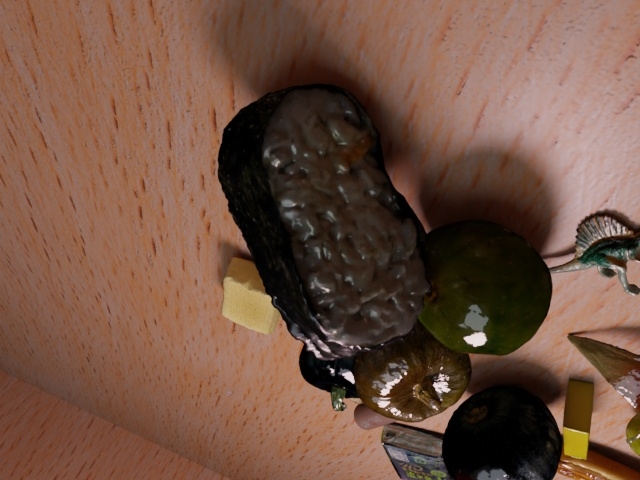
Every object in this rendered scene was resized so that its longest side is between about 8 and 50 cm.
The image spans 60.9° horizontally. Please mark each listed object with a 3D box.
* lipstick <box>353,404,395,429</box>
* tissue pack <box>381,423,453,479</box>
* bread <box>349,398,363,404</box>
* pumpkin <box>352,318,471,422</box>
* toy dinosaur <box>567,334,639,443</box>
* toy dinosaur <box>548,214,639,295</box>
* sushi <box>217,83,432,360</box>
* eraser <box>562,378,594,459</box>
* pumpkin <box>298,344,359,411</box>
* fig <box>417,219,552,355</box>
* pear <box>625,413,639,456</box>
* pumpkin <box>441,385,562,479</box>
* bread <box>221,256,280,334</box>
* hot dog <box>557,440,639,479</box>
[{"bbox_3d":[0.165,0.390,1.277,0.070,0.070,0.254,32,144,-8],"label":"lipstick"},{"bbox_3d":[0.271,0.584,1.455,0.173,0.073,0.235,3,139,29],"label":"tissue pack"},{"bbox_3d":[0.063,0.351,1.318,0.129,0.044,0.126,27,152,-6],"label":"bread"},{"bbox_3d":[0.167,0.237,0.968,0.219,0.162,0.219,-8,125,-11],"label":"pumpkin"},{"bbox_3d":[0.556,0.246,0.855,0.327,0.113,0.207,6,115,9],"label":"toy dinosaur"},{"bbox_3d":[0.369,0.011,0.710,0.187,0.044,0.106,10,130,42],"label":"toy dinosaur"},{"bbox_3d":[0.001,-0.022,0.703,0.171,0.211,0.350,-14,103,60],"label":"sushi"},{"bbox_3d":[0.468,0.327,0.991,0.045,0.097,0.122,4,141,27],"label":"eraser"},{"bbox_3d":[0.050,0.253,1.123,0.194,0.150,0.194,6,122,9],"label":"pumpkin"},{"bbox_3d":[0.235,0.067,0.770,0.195,0.195,0.245,-14,164,42],"label":"fig"},{"bbox_3d":[0.579,0.344,0.943,0.092,0.092,0.097,5,168,26],"label":"pear"},{"bbox_3d":[0.337,0.385,1.032,0.163,0.233,0.233,48,140,-9],"label":"pumpkin"},{"bbox_3d":[-0.138,0.116,1.122,0.125,0.068,0.188,23,145,4],"label":"bread"},{"bbox_3d":[0.596,0.484,1.134,0.249,0.068,0.100,20,154,13],"label":"hot dog"}]
